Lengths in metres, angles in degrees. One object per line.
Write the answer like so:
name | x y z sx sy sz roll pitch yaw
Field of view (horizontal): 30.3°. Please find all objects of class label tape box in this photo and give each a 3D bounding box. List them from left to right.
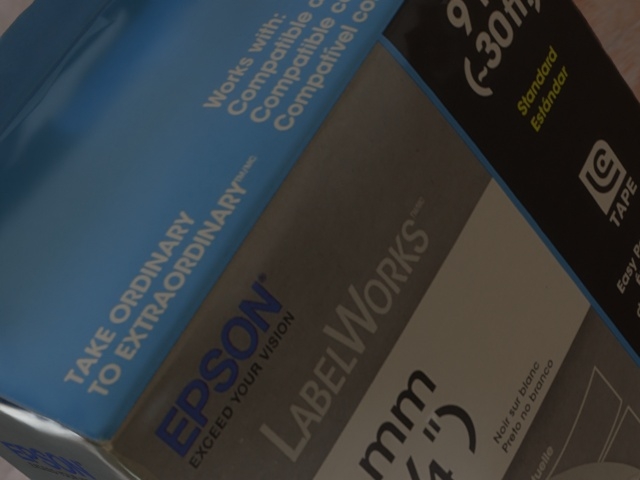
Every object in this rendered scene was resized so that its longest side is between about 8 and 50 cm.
label tape box | 0.000 0.000 0.418 0.106 0.240 0.333 1 141 50
